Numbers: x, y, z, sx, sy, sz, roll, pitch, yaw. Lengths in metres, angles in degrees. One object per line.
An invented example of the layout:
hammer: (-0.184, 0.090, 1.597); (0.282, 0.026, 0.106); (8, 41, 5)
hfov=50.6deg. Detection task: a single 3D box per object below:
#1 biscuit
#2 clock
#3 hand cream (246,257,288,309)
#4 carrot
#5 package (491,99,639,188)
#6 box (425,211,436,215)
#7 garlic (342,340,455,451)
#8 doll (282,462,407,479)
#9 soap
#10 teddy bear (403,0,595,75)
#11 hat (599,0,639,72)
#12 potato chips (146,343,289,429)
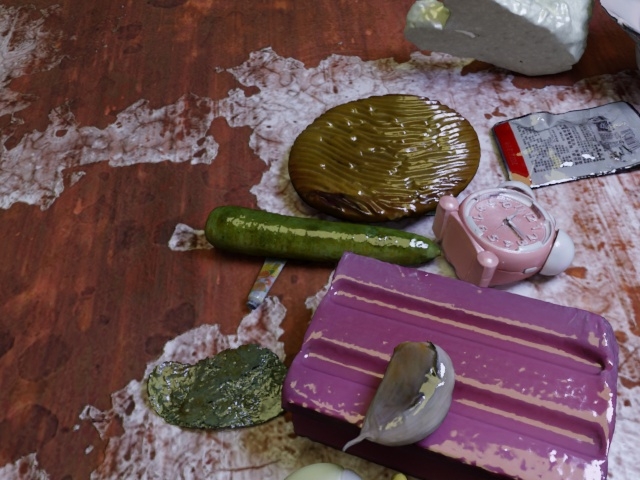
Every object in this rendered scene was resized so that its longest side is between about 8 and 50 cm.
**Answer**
biscuit: (0.101, -0.145, 1.108); (0.318, 0.040, 0.318); (-5, 44, 5)
clock: (0.262, -0.005, 0.968); (0.162, 0.093, 0.166); (-14, 50, -15)
hand cream: (-0.083, 0.060, 1.007); (0.035, 0.022, 0.102); (8, 49, 22)
carrot: (0.000, 0.000, 1.013); (0.358, 0.074, 0.074); (7, 53, 10)
package: (0.412, -0.162, 1.100); (0.239, 0.030, 0.154); (-9, 52, 1)
box: (0.161, -0.065, 1.065); (0.082, 0.023, 0.051); (1, 50, 9)
garlic: (0.096, 0.172, 0.714); (0.084, 0.066, 0.152); (-4, 47, 42)
doll: (-0.042, 0.323, 0.740); (0.296, 0.117, 0.141); (-11, 81, 14)
soap: (0.159, 0.166, 0.815); (0.359, 0.128, 0.233); (14, 57, 19)
teddy bear: (0.368, -0.489, 1.196); (0.375, 0.327, 0.362); (16, 76, -18)
hat: (0.569, -0.341, 1.102); (0.275, 0.161, 0.232); (28, 67, -10)
potato chips: (-0.126, 0.191, 0.907); (0.209, 0.026, 0.142); (12, 52, 17)
